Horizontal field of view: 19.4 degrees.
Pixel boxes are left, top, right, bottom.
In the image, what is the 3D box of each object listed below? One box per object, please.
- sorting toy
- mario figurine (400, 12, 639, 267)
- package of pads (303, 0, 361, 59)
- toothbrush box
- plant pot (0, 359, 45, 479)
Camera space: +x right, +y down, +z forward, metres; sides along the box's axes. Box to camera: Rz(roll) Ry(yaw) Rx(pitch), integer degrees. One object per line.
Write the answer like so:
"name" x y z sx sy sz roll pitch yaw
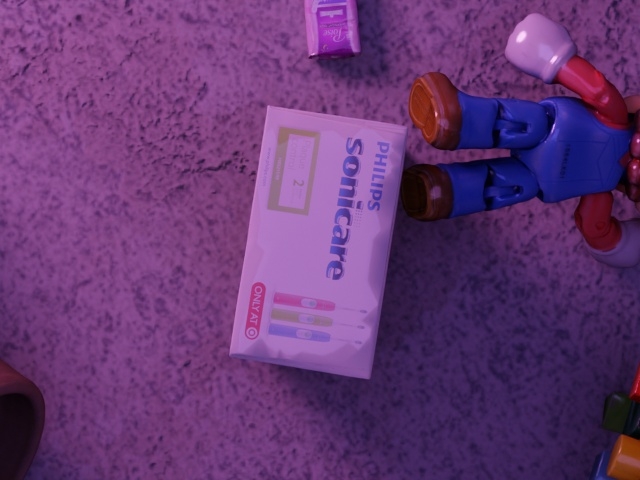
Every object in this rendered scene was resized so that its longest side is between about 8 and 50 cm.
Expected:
"sorting toy" 0.271 0.164 1.597 0.047 0.347 0.196 16 72 0
"mario figurine" 0.227 -0.084 1.683 0.321 0.198 0.170 0 56 -17
"package of pads" 0.010 -0.211 1.737 0.050 0.032 0.083 -5 91 2
"toothbrush box" 0.000 0.000 1.614 0.122 0.283 0.206 9 91 -1
"plant pot" -0.411 0.171 1.653 0.229 0.263 0.263 34 90 18
